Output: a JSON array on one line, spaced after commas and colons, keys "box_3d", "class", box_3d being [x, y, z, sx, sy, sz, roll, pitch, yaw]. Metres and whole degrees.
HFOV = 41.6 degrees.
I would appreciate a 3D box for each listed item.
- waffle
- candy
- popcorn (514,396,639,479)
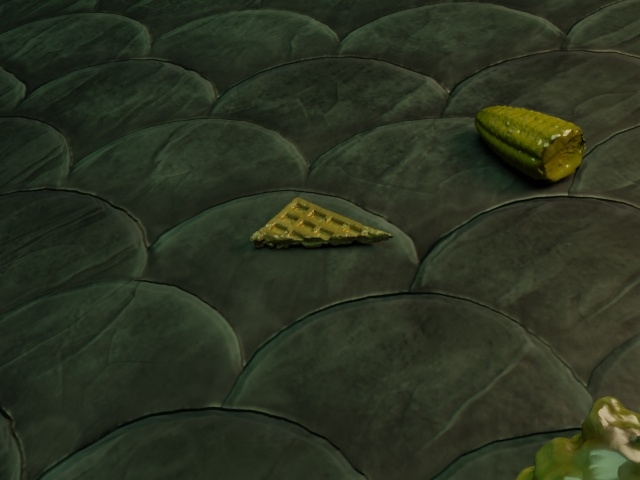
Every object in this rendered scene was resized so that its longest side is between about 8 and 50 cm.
[{"box_3d": [0.000, 0.000, 1.303, 0.191, 0.032, 0.125, 24, 50, 34], "class": "waffle"}, {"box_3d": [0.330, -0.170, 1.386, 0.106, 0.094, 0.199, -30, 39, -19], "class": "candy"}, {"box_3d": [0.294, 0.293, 0.774, 0.293, 0.237, 0.293, -9, 42, 8], "class": "popcorn"}]
